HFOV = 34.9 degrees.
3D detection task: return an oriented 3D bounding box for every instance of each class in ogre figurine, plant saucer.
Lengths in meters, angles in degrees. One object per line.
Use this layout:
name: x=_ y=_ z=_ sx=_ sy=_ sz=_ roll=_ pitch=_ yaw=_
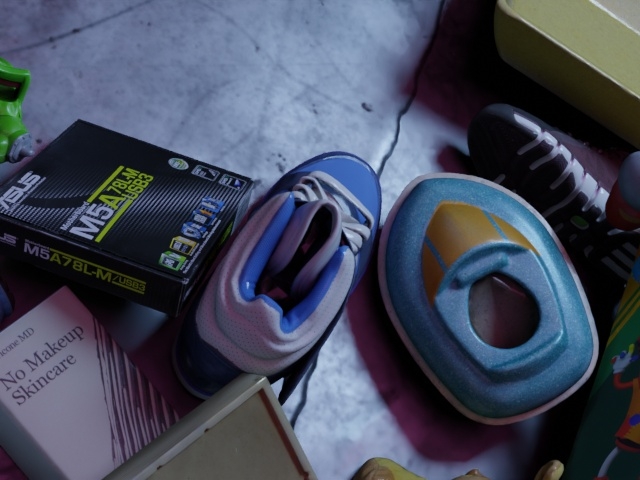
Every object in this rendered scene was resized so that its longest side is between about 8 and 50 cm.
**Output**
ogre figurine: x=-0.324 y=-0.120 z=0.907 sx=0.118 sy=0.096 sz=0.197 roll=1 pitch=23 yaw=-29
plant saucer: x=0.343 y=-0.243 z=1.235 sx=0.333 sy=0.081 sz=0.332 roll=32 pitch=40 yaw=-9

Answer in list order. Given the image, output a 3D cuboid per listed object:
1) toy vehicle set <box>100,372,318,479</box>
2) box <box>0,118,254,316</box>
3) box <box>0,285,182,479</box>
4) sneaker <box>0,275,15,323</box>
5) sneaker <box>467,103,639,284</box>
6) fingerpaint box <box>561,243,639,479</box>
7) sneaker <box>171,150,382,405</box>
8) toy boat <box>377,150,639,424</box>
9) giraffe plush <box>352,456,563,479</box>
toy vehicle set: x=-0.055 y=0.260 z=0.791 sx=0.166 sy=0.035 sz=0.266 roll=-34 pitch=107 yaw=-33
box: x=-0.173 y=-0.027 z=0.897 sx=0.184 sy=0.045 sz=0.190 roll=22 pitch=33 yaw=4
box: x=-0.172 y=0.181 z=0.849 sx=0.275 sy=0.094 sz=0.113 roll=48 pitch=58 yaw=1
sneaker: x=-0.385 y=0.013 z=0.824 sx=0.262 sy=0.104 sz=0.125 roll=36 pitch=60 yaw=-6
sneaker: x=0.298 y=-0.085 z=1.187 sx=0.281 sy=0.106 sz=0.162 roll=41 pitch=49 yaw=-11
fingerpaint box: x=0.484 y=0.219 z=1.028 sx=0.445 sy=0.163 sz=0.371 roll=42 pitch=56 yaw=-20
sneaker: x=-0.001 y=0.000 z=0.921 sx=0.130 sy=0.236 sz=0.322 roll=40 pitch=58 yaw=-4
toy boat: x=0.215 y=0.013 z=1.015 sx=0.318 sy=0.148 sz=0.267 roll=-31 pitch=77 yaw=-5
giraffe plush: x=0.134 y=0.267 z=0.904 sx=0.210 sy=0.170 sz=0.181 roll=3 pitch=67 yaw=-23
